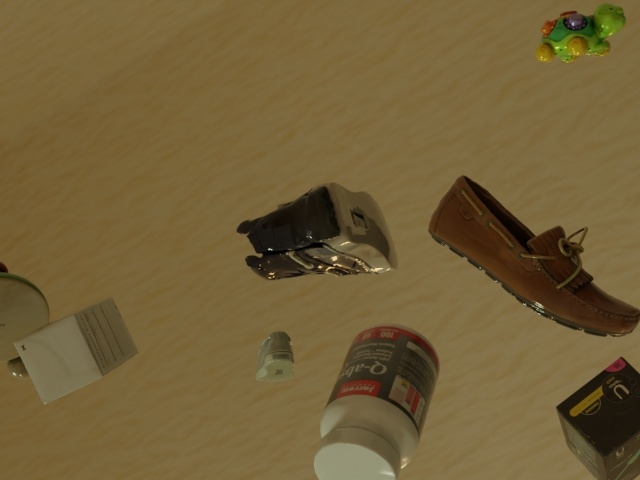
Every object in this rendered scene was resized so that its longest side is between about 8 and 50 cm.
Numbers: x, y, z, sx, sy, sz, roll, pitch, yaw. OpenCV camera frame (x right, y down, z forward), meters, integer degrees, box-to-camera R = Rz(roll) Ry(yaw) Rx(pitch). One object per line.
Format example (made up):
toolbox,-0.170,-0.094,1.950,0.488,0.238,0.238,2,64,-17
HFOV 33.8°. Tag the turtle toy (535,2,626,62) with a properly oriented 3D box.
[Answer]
turtle toy,0.359,-0.285,1.451,0.095,0.130,0.066,-10,-87,-49

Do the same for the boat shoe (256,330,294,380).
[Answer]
boat shoe,-0.091,0.244,2.220,0.227,0.079,0.081,113,157,-68

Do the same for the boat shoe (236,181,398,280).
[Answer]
boat shoe,0.000,0.000,1.559,0.340,0.158,0.127,29,-136,-67

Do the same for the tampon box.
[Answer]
tampon box,0.419,0.265,1.496,0.101,0.120,0.161,49,172,36

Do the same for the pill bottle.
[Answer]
pill bottle,0.119,0.360,2.227,0.210,0.210,0.363,56,-147,-21

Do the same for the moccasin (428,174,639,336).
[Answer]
moccasin,0.364,0.024,1.743,0.380,0.147,0.139,38,-160,24

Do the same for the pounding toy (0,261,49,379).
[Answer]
pounding toy,-0.554,0.123,1.846,0.237,0.183,0.110,42,-169,-40

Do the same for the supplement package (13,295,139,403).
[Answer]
supplement package,-0.365,0.162,1.595,0.105,0.105,0.179,65,-171,-1
